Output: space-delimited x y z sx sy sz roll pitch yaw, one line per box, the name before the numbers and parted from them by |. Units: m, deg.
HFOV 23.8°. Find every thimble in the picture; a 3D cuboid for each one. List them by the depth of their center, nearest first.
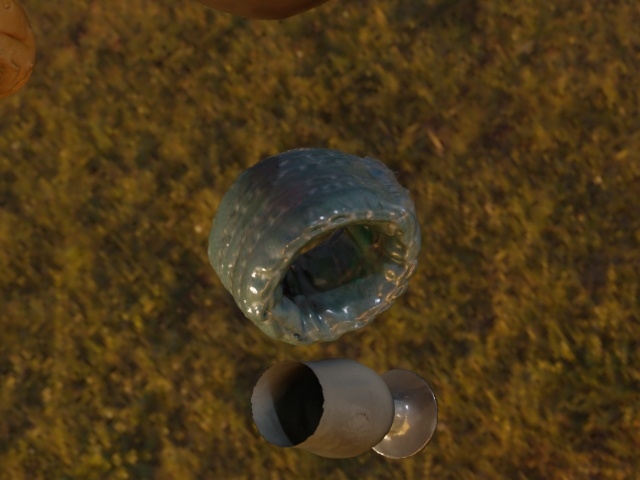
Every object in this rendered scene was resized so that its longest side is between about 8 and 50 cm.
thimble | 0.000 0.000 1.695 0.235 0.198 0.143 -34 44 -5

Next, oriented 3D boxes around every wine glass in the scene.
wine glass | 0.023 0.155 1.392 0.093 0.202 0.093 -5 80 33

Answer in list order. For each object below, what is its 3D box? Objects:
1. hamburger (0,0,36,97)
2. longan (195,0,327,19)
hamburger | -0.440 -0.247 1.525 0.319 0.318 0.158 5 45 43
longan | -0.057 -0.346 1.374 0.297 0.297 0.297 -23 40 21
